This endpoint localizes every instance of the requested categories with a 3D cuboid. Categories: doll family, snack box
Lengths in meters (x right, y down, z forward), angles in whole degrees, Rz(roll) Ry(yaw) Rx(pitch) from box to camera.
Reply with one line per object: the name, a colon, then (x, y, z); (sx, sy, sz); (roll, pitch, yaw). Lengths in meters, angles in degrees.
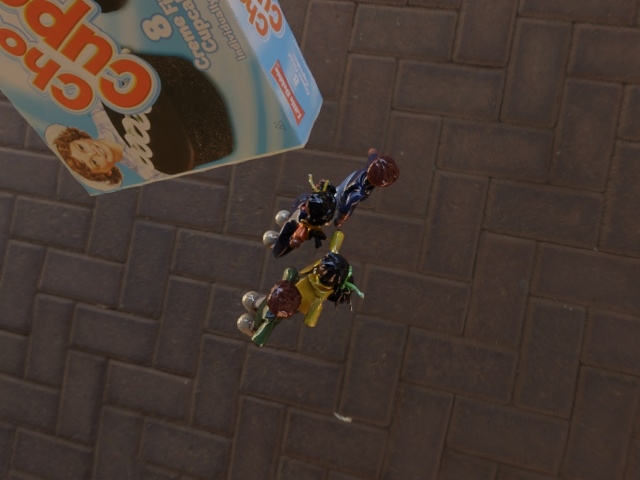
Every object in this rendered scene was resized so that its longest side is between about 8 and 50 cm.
doll family: (0.000, 0.000, 0.454); (0.076, 0.111, 0.192); (20, 68, -15)
snack box: (-0.149, -0.174, 0.310); (0.187, 0.060, 0.321); (-8, 131, 27)
